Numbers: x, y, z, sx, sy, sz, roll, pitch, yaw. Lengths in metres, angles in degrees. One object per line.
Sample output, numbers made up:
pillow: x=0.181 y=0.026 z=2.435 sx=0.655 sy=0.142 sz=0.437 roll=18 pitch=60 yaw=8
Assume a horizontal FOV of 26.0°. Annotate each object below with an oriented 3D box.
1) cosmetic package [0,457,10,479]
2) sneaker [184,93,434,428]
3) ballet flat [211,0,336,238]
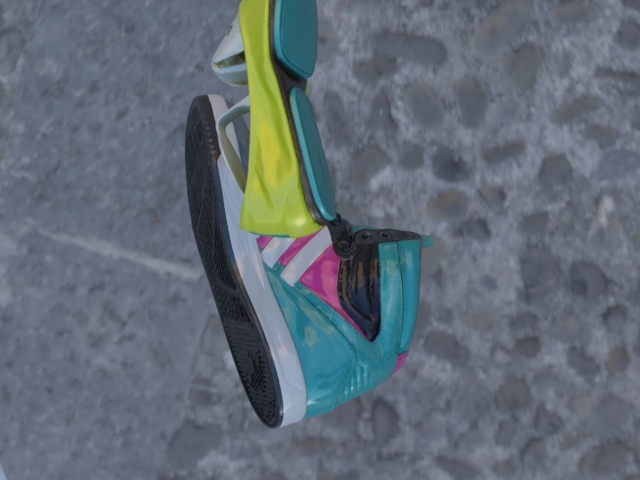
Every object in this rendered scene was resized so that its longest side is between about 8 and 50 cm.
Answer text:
cosmetic package: x=-0.416 y=0.335 z=1.342 sx=0.284 sy=0.097 sz=0.377 roll=-23 pitch=101 yaw=-16
sneaker: x=0.000 y=0.000 z=1.163 sx=0.178 sy=0.295 sz=0.124 roll=-10 pitch=159 yaw=-21
ballet flat: x=-0.040 y=-0.110 z=1.002 sx=0.077 sy=0.231 sz=0.077 roll=-13 pitch=161 yaw=19
